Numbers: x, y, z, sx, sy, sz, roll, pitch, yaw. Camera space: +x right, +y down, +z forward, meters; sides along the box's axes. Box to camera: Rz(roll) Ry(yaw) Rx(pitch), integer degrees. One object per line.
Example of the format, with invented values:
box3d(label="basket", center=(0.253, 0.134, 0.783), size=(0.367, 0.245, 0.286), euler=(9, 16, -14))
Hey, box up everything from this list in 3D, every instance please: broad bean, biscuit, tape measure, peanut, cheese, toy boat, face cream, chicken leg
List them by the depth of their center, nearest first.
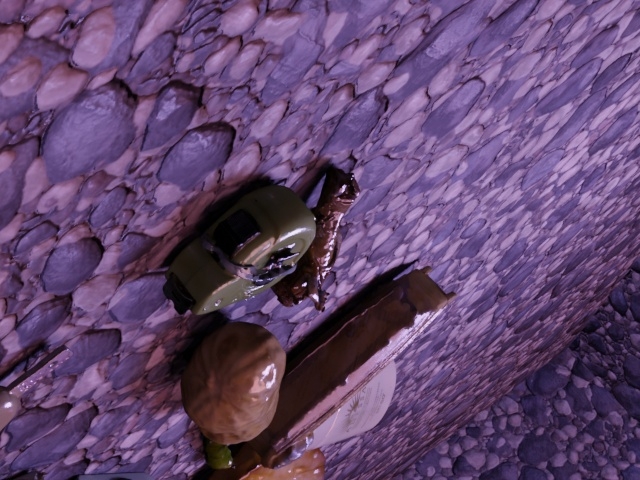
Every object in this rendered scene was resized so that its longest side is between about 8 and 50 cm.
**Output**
box3d(label="cheese", center=(-0.352, 0.178, 1.275), size=(0.192, 0.037, 0.097), euler=(-37, 162, -8))
box3d(label="tape measure", center=(-0.076, 0.008, 1.350), size=(0.177, 0.087, 0.154), euler=(-20, 152, -52))
box3d(label="chicken leg", center=(-0.001, -0.002, 1.471), size=(0.125, 0.080, 0.196), euler=(-114, -134, -72))
box3d(label="peanut", center=(-0.129, 0.211, 1.654), size=(0.147, 0.147, 0.319), euler=(-33, 166, -21))
box3d(label="toy boat", center=(0.044, 0.213, 1.994), size=(0.445, 0.136, 0.162), euler=(-41, 167, -1))
box3d(label="broad bean", center=(-0.175, 0.353, 2.007), size=(0.256, 0.052, 0.052), euler=(95, 20, -65))
box3d(label="face cream", center=(0.034, 0.310, 2.235), size=(0.348, 0.081, 0.174), euler=(2, 111, -63))
box3d(label="biscuit", center=(-0.124, 0.484, 2.255), size=(0.296, 0.102, 0.296), euler=(-29, 140, -28))

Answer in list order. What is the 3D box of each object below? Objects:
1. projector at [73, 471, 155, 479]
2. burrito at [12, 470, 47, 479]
box3d(label="projector", center=(-0.263, 0.472, 1.777), size=(0.079, 0.257, 0.259), euler=(-43, 161, 5))
box3d(label="burrito", center=(-0.435, 0.347, 1.506), size=(0.185, 0.041, 0.045), euler=(-21, 112, -44))
